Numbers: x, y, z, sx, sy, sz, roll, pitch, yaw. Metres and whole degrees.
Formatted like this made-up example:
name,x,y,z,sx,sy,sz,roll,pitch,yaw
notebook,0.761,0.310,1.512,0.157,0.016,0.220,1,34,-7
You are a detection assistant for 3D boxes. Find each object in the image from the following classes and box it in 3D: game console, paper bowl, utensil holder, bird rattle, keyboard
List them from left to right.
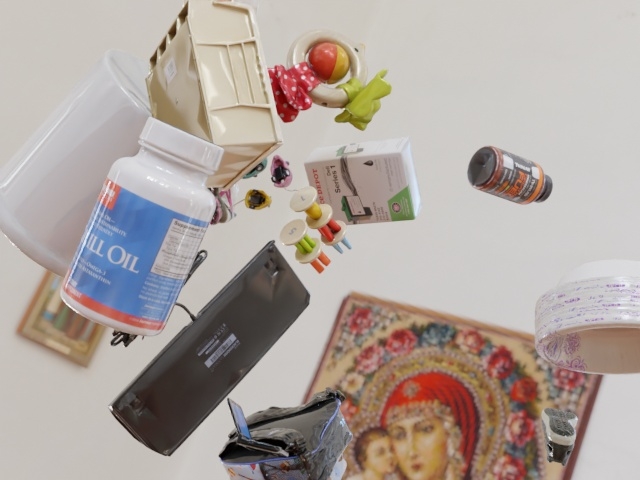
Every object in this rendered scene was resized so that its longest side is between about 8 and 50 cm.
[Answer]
name,x,y,z,sx,sy,sz,roll,pitch,yaw
utensil holder,-0.443,-0.152,1.887,0.327,0.385,0.328,41,17,-16
keyboard,-0.161,0.118,1.217,0.033,0.317,0.202,10,-39,52
game console,-0.105,0.316,1.531,0.107,0.071,0.122,11,-16,10
bird rattle,0.003,-0.309,1.741,0.253,0.207,0.143,8,-26,-9
paper bowl,0.532,0.133,1.642,0.284,0.148,0.284,6,-25,3

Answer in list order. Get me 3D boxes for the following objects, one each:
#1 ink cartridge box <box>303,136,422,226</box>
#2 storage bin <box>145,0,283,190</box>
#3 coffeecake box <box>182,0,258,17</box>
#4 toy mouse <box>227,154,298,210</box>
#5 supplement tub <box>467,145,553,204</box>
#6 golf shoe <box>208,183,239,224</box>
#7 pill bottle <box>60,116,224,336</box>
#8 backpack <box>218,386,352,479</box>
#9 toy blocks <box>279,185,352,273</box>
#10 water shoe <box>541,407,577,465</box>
name,x,y,z,sx,sy,sz,roll,pitch,yaw
ink cartridge box,0.090,-0.121,1.928,0.219,0.093,0.160,-5,-65,21
storage bin,-0.195,-0.243,1.572,0.123,0.261,0.262,-7,-11,-27
coffeecake box,-0.174,-0.487,1.633,0.068,0.186,0.142,-9,25,-43
toy mouse,-0.095,-0.125,1.678,0.161,0.143,0.031,2,-7,39
supplement tub,0.438,-0.143,2.077,0.197,0.106,0.106,14,-10,-31
golf shoe,-0.229,-0.131,2.104,0.067,0.186,0.086,19,24,40
pill bottle,-0.190,-0.018,1.004,0.124,0.222,0.124,23,4,-2
backpack,-0.079,0.472,2.009,0.263,0.213,0.276,-7,14,22
toy blocks,0.000,0.000,1.537,0.054,0.123,0.148,-9,-40,33
water shoe,0.476,0.395,1.843,0.072,0.080,0.203,13,7,15
